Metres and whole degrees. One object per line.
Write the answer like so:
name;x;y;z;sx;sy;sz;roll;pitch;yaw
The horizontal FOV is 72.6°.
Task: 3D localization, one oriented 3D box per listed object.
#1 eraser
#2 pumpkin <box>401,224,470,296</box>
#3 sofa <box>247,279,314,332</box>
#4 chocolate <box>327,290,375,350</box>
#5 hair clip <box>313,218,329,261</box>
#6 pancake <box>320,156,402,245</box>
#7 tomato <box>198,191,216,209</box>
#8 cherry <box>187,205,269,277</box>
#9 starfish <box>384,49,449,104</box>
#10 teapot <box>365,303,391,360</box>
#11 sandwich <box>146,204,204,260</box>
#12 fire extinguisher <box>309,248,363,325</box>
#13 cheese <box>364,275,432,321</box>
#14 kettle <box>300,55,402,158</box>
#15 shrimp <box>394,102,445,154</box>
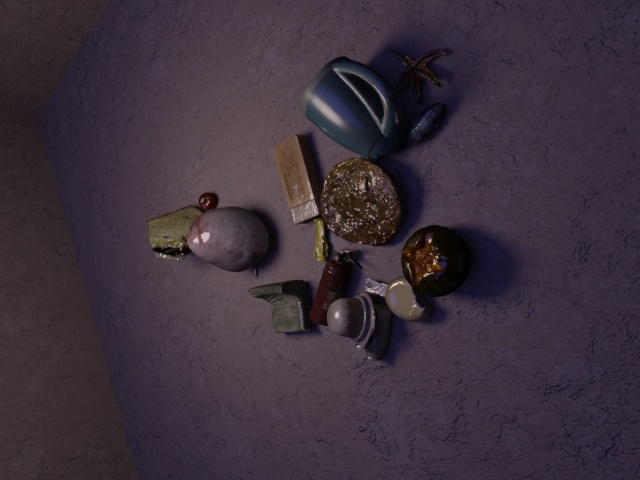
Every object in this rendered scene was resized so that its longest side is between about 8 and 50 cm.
eraser;-0.081;-0.247;1.772;0.144;0.078;0.342;-19;83;37
pumpkin;0.372;0.068;1.405;0.238;0.159;0.237;-20;67;57
sofa;-0.157;0.282;1.812;0.210;0.176;0.225;-10;88;37
chocolate;0.098;0.289;1.592;0.221;0.147;0.220;-179;90;-73
hair clip;0.000;0.000;1.750;0.072;0.046;0.172;-4;90;40
pancake;0.143;-0.137;1.587;0.356;0.065;0.355;21;123;37
tomato;-0.549;-0.193;2.133;0.088;0.075;0.087;-1;87;23
cherry;-0.391;-0.006;1.889;0.327;0.335;0.290;9;83;13
starfish;0.314;-0.574;1.461;0.213;0.057;0.238;-45;72;23
teapot;0.199;0.336;1.613;0.107;0.077;0.200;21;107;55
sandwich;-0.665;-0.032;2.077;0.262;0.326;0.131;28;129;30
fire extinguisher;0.067;0.172;1.680;0.148;0.107;0.336;27;111;26
cheese;0.270;0.209;1.548;0.249;0.071;0.163;-9;87;37
kettle;0.135;-0.441;1.469;0.342;0.247;0.319;47;157;15
shrimp;0.323;-0.372;1.462;0.233;0.079;0.090;-45;64;36
